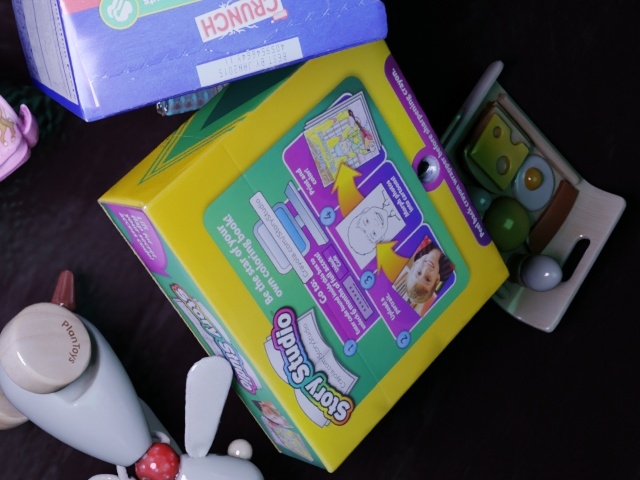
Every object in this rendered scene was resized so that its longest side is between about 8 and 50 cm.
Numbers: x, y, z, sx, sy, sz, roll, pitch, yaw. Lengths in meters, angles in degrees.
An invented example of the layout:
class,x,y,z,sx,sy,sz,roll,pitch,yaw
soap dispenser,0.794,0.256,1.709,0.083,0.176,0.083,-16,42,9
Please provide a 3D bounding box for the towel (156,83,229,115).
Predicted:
class,x,y,z,sx,sy,sz,roll,pitch,yaw
towel,-0.083,-0.338,1.314,0.271,0.040,0.370,-16,107,-31

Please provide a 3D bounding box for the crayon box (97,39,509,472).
class,x,y,z,sx,sy,sz,roll,pitch,yaw
crayon box,0.000,0.000,1.259,0.313,0.106,0.363,-44,120,-22

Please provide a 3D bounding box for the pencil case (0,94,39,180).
class,x,y,z,sx,sy,sz,roll,pitch,yaw
pencil case,-0.423,-0.011,1.059,0.386,0.160,0.167,-51,121,-18

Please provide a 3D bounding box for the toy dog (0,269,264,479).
class,x,y,z,sx,sy,sz,roll,pitch,yaw
toy dog,-0.197,0.151,1.235,0.334,0.220,0.161,51,44,-36

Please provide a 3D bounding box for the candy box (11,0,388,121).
class,x,y,z,sx,sy,sz,roll,pitch,yaw
candy box,-0.125,-0.211,1.103,0.268,0.317,0.122,-18,108,-17

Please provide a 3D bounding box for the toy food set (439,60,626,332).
class,x,y,z,sx,sy,sz,roll,pitch,yaw
toy food set,0.255,-0.052,1.562,0.306,0.092,0.220,42,74,-33
